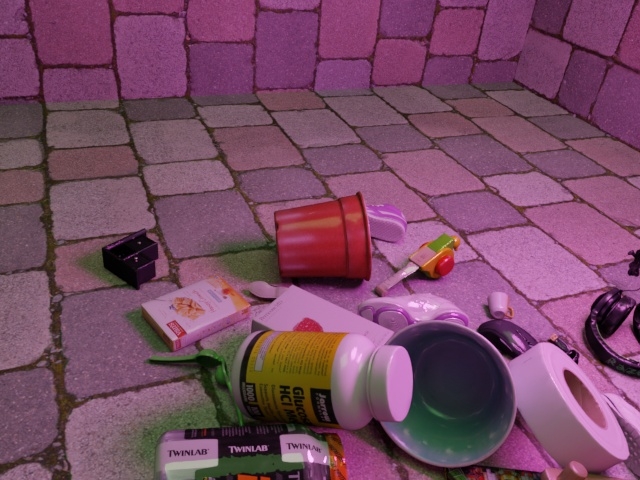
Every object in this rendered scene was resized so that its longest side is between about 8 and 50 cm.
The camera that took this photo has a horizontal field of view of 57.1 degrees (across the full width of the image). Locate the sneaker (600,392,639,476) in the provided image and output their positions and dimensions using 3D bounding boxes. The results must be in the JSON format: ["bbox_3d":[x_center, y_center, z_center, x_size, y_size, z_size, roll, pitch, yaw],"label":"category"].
[{"bbox_3d":[0.727,0.445,1.361,0.095,0.090,0.235,7,34,-17],"label":"sneaker"}]

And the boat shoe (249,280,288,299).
[{"bbox_3d":[-0.143,0.147,1.692,0.125,0.038,0.046,6,75,9],"label":"boat shoe"}]

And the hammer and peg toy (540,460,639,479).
[{"bbox_3d":[0.574,0.585,1.051,0.266,0.127,0.361,13,32,-16],"label":"hammer and peg toy"}]

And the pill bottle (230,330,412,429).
[{"bbox_3d":[0.004,0.278,1.181,0.334,0.187,0.188,-4,27,28],"label":"pill bottle"}]

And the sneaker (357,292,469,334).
[{"bbox_3d":[0.248,0.206,1.634,0.305,0.114,0.152,7,20,-6],"label":"sneaker"}]

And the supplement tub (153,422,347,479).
[{"bbox_3d":[-0.130,0.450,1.090,0.338,0.207,0.207,-1,34,-10],"label":"supplement tub"}]

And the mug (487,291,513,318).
[{"bbox_3d":[0.529,0.195,1.720,0.078,0.062,0.064,5,41,9],"label":"mug"}]

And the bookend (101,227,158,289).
[{"bbox_3d":[-0.530,0.052,1.735,0.157,0.072,0.156,28,39,28],"label":"bookend"}]

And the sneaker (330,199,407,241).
[{"bbox_3d":[0.164,-0.088,2.053,0.282,0.102,0.161,21,32,3],"label":"sneaker"}]

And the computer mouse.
[{"bbox_3d":[0.578,0.272,1.609,0.184,0.060,0.262,-20,42,-33],"label":"computer mouse"}]

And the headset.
[{"bbox_3d":[0.897,0.197,1.666,0.244,0.185,0.394,16,46,13],"label":"headset"}]

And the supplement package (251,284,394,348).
[{"bbox_3d":[-0.002,0.267,1.412,0.293,0.175,0.177,23,37,23],"label":"supplement package"}]

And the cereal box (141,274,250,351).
[{"bbox_3d":[-0.335,0.188,1.586,0.240,0.047,0.173,-22,43,-36],"label":"cereal box"}]

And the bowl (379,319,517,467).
[{"bbox_3d":[0.285,0.321,1.312,0.312,0.311,0.163,22,11,22],"label":"bowl"}]

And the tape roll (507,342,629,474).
[{"bbox_3d":[0.540,0.368,1.293,0.286,0.100,0.286,36,28,-23],"label":"tape roll"}]

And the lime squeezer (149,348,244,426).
[{"bbox_3d":[-0.264,0.319,1.398,0.310,0.058,0.110,27,39,27],"label":"lime squeezer"}]

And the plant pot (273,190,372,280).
[{"bbox_3d":[0.000,0.000,1.761,0.265,0.272,0.272,-6,35,-3],"label":"plant pot"}]

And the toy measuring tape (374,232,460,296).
[{"bbox_3d":[0.311,0.095,1.825,0.330,0.121,0.121,-36,48,-16],"label":"toy measuring tape"}]

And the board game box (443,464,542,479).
[{"bbox_3d":[0.392,0.535,1.215,0.260,0.030,0.136,6,36,-1],"label":"board game box"}]
